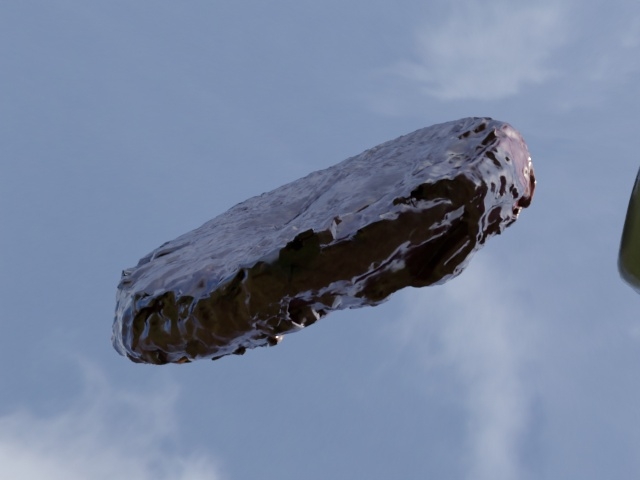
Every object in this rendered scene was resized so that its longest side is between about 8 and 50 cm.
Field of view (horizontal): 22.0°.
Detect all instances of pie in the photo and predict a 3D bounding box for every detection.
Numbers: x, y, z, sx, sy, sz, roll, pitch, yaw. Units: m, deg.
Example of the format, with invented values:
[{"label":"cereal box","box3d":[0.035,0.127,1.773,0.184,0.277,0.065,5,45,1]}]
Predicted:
[{"label":"pie","box3d":[0.000,0.000,0.553,0.154,0.154,0.036,-21,-80,7]}]

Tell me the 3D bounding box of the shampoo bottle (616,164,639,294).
[{"label":"shampoo bottle","box3d":[0.204,0.008,0.469,0.227,0.056,0.086,18,-94,27]}]
